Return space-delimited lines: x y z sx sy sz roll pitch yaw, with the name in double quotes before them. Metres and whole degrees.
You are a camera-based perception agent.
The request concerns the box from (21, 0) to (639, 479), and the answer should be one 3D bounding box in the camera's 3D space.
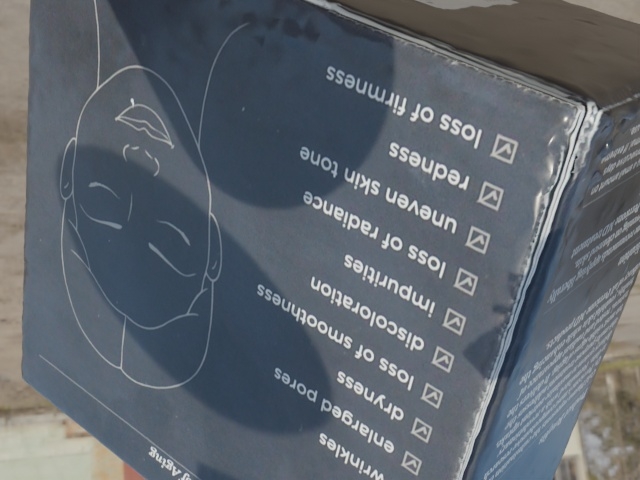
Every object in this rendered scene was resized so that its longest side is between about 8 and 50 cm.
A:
"box" 0.000 0.000 0.766 0.480 0.472 0.297 29 -149 28
